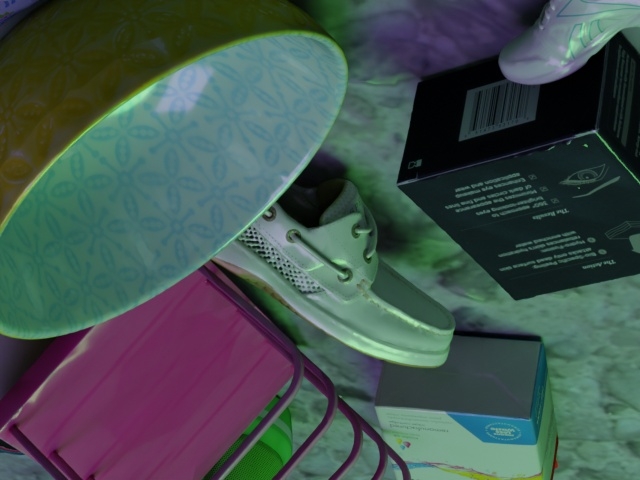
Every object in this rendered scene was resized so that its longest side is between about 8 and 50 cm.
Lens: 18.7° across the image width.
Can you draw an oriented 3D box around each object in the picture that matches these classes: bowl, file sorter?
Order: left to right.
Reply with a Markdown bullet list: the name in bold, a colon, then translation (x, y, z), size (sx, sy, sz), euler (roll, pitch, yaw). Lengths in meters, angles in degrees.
- **bowl**: translation (-0.140, -0.087, 1.261), size (0.156, 0.289, 0.289), euler (52, 154, 19)
- **file sorter**: translation (-0.076, 0.161, 1.507), size (0.182, 0.202, 0.291), euler (40, 175, 29)

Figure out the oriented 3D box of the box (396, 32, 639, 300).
- **box**: translation (0.162, -0.048, 1.309), size (0.156, 0.093, 0.158), euler (-14, 139, 35)

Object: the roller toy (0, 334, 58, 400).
- **roller toy**: translation (-0.280, 0.063, 1.527), size (0.191, 0.146, 0.209), euler (-7, -178, -9)

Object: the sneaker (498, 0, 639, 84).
- **sneaker**: translation (0.163, -0.148, 1.198), size (0.061, 0.054, 0.152), euler (41, 133, -24)

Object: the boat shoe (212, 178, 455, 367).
- **boat shoe**: translation (0.000, 0.000, 1.437), size (0.277, 0.098, 0.096), euler (30, 106, -20)

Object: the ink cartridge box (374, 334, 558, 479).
- **ink cartridge box**: translation (0.132, 0.170, 1.681), size (0.134, 0.078, 0.231), euler (3, 148, 14)

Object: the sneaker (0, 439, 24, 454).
- **sneaker**: translation (-0.299, 0.110, 1.684), size (0.178, 0.124, 0.295), euler (-2, 154, 31)

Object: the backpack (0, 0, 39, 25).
- **backpack**: translation (-0.196, -0.196, 1.176), size (0.084, 0.114, 0.105), euler (-25, 134, 18)

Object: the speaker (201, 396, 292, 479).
- **speaker**: translation (-0.106, 0.275, 1.718), size (0.131, 0.297, 0.131), euler (9, 148, 5)
